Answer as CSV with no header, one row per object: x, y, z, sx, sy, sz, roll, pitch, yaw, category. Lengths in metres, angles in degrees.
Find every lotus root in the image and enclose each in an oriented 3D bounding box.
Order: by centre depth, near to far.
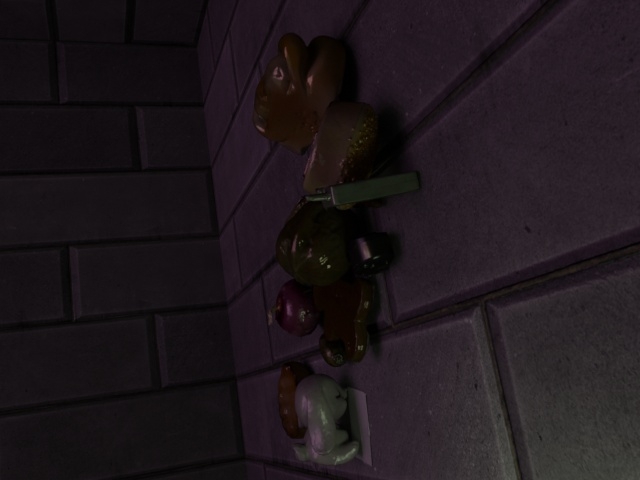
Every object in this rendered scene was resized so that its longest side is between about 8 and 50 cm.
0.041,0.359,2.065,0.081,0.089,0.179,-60,20,6,lotus root

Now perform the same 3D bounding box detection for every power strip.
0.096,-0.120,1.530,0.093,0.287,0.053,174,84,-70,power strip

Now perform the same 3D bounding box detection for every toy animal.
-0.001,0.567,2.045,0.271,0.205,0.265,-158,61,-74,toy animal

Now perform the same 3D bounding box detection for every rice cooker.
0.135,0.035,1.711,0.165,0.112,0.107,111,143,-63,rice cooker

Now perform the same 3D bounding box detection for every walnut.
0.000,0.000,1.849,0.227,0.283,0.283,19,119,24,walnut

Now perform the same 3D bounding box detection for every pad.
0.123,0.588,2.007,0.156,0.004,0.232,168,97,-69,pad

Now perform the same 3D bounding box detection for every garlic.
-0.057,-0.098,2.225,0.087,0.101,0.196,47,141,11,garlic

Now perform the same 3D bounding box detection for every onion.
-0.075,0.225,2.256,0.207,0.200,0.201,-51,-36,-72,onion

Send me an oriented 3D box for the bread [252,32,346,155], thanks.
-0.070,-0.450,1.985,0.424,0.245,0.329,133,129,-58,bread

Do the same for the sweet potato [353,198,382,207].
0.104,-0.129,1.832,0.269,0.074,0.075,34,126,53,sweet potato

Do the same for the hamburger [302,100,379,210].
0.065,-0.229,1.680,0.302,0.170,0.302,19,-90,-89,hamburger

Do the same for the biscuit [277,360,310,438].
-0.088,0.617,2.451,0.296,0.101,0.297,180,90,-69,biscuit

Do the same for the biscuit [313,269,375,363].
0.071,0.188,1.985,0.432,0.064,0.283,-152,67,-69,biscuit
